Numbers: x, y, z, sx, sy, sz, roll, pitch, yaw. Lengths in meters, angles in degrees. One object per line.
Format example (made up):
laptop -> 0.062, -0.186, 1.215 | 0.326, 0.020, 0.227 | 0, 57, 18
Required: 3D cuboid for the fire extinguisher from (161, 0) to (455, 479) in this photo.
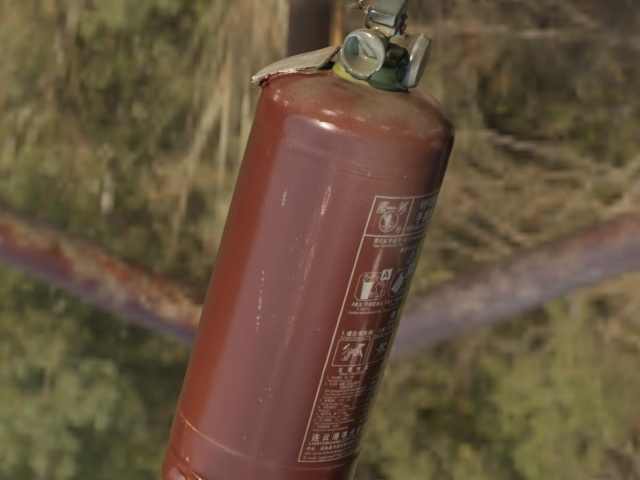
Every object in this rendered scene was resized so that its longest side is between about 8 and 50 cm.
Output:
fire extinguisher -> 0.000, 0.000, 0.928 | 0.104, 0.105, 0.269 | 10, 110, -13
